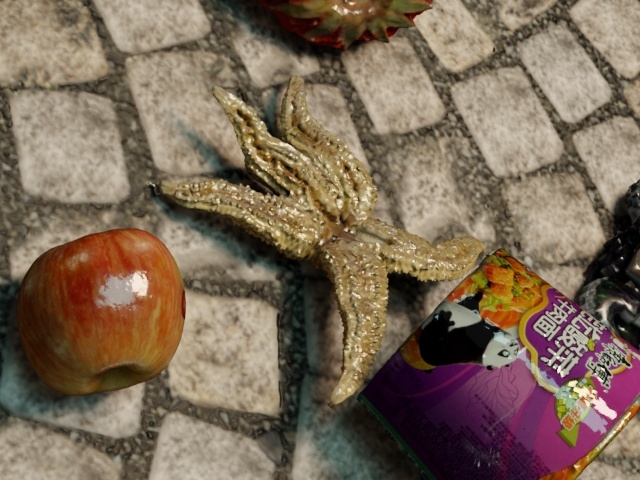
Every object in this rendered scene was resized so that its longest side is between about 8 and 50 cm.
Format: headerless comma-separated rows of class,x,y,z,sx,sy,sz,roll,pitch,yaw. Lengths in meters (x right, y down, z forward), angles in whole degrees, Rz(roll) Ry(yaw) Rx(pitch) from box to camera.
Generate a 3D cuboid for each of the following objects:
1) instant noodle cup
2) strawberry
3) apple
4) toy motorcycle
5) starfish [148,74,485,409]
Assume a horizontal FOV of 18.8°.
instant noodle cup,0.163,0.139,1.758,0.190,0.251,0.251,43,52,6
strawberry,0.023,-0.316,1.943,0.205,0.205,0.244,15,38,-24
apple,-0.185,0.061,1.638,0.146,0.146,0.131,-4,75,-32
toy motorcycle,0.348,0.049,1.986,0.159,0.106,0.270,45,41,-9
starfish,-0.017,-0.019,1.813,0.293,0.084,0.301,45,48,1
